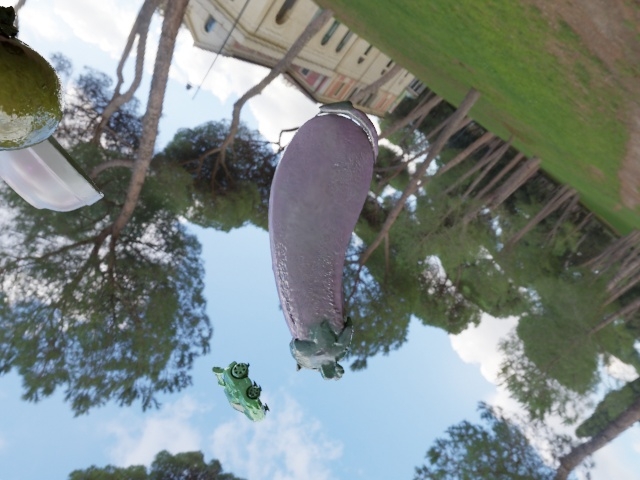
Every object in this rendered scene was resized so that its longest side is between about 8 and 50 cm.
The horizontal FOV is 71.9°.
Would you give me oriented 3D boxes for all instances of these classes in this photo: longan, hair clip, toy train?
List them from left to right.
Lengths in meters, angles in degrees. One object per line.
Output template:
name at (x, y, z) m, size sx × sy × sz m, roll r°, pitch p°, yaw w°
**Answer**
longan at (-0.390, -0.193, 0.533) m, size 0.155 × 0.176 × 0.145 m, roll 22°, pitch -163°, yaw 15°
toy train at (-0.175, 0.335, 0.978) m, size 0.081 × 0.099 × 0.149 m, roll -23°, pitch -137°, yaw -18°
hair clip at (-0.002, 0.000, 0.575) m, size 0.110 × 0.358 × 0.096 m, roll 9°, pitch -168°, yaw 32°

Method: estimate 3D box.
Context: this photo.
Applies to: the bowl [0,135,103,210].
bowl at (-0.715, -0.184, 1.131) m, size 0.287 × 0.144 × 0.287 m, roll 44°, pitch 165°, yaw 15°
